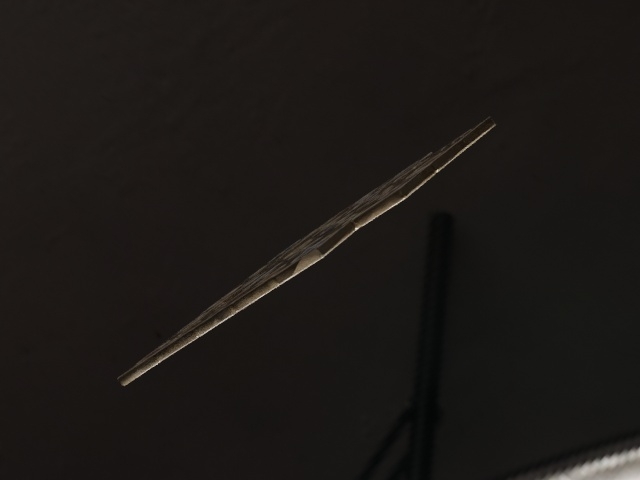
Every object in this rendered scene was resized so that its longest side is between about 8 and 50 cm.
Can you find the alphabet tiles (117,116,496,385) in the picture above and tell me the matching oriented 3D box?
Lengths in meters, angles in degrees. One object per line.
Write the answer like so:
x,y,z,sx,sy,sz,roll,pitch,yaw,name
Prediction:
0.000,0.000,1.057,0.009,0.237,0.198,55,40,-3,alphabet tiles
